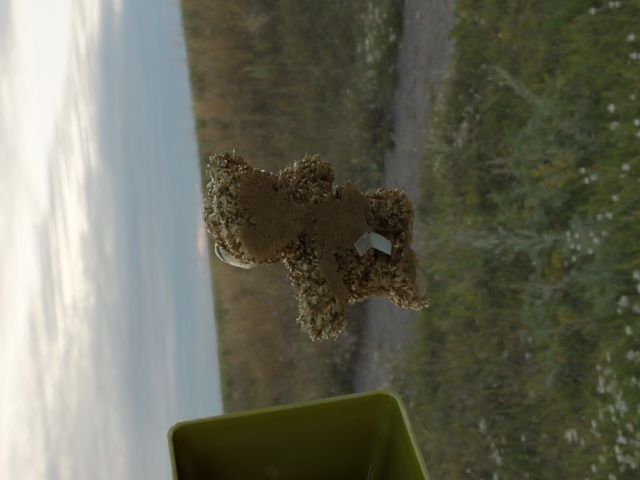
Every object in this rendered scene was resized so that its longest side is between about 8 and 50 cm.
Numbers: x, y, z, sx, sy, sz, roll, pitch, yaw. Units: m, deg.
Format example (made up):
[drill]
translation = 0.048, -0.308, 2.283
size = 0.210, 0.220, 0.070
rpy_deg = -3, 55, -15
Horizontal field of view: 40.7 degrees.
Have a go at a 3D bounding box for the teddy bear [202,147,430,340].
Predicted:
[teddy bear]
translation = 0.000, 0.000, 1.043
size = 0.113, 0.338, 0.245
rpy_deg = -27, 78, 44

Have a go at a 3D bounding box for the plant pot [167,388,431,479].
[plant pot]
translation = -0.012, 0.285, 0.757
size = 0.212, 0.212, 0.187
rpy_deg = -109, 16, -48
